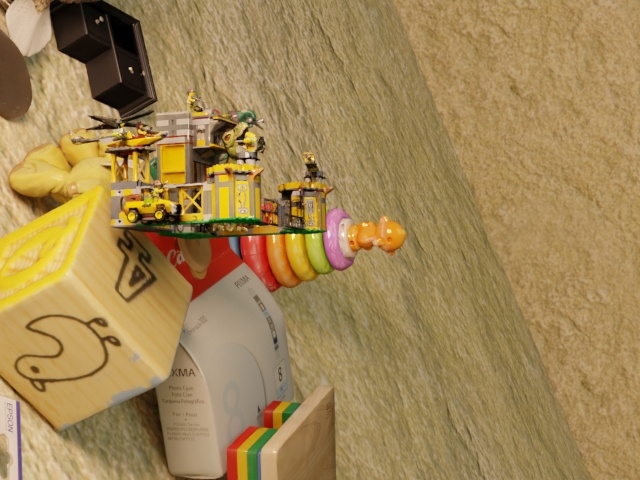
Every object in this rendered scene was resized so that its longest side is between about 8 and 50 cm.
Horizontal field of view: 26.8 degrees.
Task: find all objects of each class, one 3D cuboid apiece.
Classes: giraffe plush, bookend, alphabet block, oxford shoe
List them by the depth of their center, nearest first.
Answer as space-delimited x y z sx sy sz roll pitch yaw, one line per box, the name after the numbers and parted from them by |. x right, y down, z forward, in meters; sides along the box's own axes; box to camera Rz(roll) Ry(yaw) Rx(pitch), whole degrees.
-0.302 0.085 1.692 0.197 0.192 0.193 50 25 -27 | alphabet block
-0.467 -0.266 1.859 0.076 0.076 0.212 27 -33 59 | oxford shoe
-0.307 -0.043 1.860 0.181 0.210 0.170 -33 125 -36 | giraffe plush
-0.346 -0.295 2.122 0.157 0.072 0.156 24 46 -55 | bookend

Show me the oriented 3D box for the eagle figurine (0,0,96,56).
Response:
-0.375 -0.432 1.914 0.225 0.298 0.226 52 26 -28 | eagle figurine

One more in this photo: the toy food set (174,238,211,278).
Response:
-0.178 0.006 1.868 0.083 0.020 0.082 48 32 -42 | toy food set

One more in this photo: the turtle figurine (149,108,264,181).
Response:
-0.190 -0.146 2.253 0.234 0.118 0.175 -7 114 -64 | turtle figurine

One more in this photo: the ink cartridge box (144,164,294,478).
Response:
-0.145 0.107 1.952 0.308 0.091 0.384 -39 126 -65 | ink cartridge box

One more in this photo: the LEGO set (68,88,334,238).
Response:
-0.131 -0.108 1.702 0.331 0.255 0.192 5 82 -61 | LEGO set

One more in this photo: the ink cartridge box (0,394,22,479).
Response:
-0.453 0.203 1.419 0.333 0.065 0.165 34 37 -46 | ink cartridge box

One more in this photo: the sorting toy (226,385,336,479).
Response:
-0.058 0.368 1.940 0.257 0.089 0.255 -39 130 -67 | sorting toy

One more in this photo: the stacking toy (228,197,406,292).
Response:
0.000 0.000 2.239 0.166 0.302 0.175 -40 121 -64 | stacking toy
